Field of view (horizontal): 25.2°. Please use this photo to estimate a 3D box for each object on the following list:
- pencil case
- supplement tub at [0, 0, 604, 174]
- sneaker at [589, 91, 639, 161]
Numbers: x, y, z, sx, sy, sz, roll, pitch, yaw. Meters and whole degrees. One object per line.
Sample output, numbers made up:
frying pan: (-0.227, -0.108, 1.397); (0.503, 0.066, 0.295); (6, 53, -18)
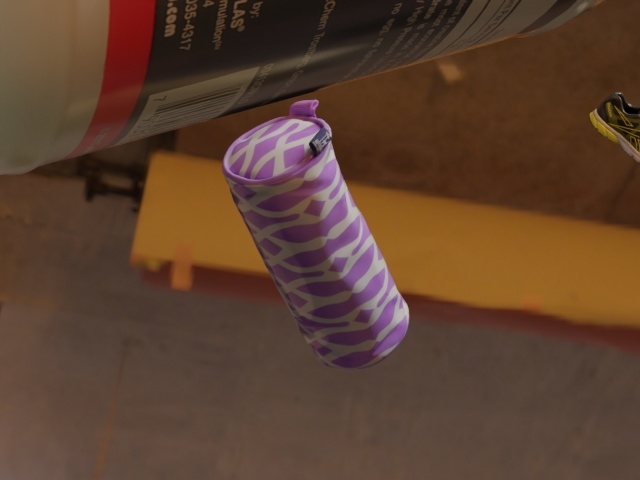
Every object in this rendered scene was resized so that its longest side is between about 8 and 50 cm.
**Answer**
pencil case: (0.000, 0.000, 1.041); (0.086, 0.088, 0.206); (3, -47, 31)
supplement tub: (-0.009, -0.140, 0.422); (0.272, 0.191, 0.191); (-18, -23, -27)
sneaker: (0.252, -0.084, 1.122); (0.083, 0.031, 0.035); (33, -58, 1)
